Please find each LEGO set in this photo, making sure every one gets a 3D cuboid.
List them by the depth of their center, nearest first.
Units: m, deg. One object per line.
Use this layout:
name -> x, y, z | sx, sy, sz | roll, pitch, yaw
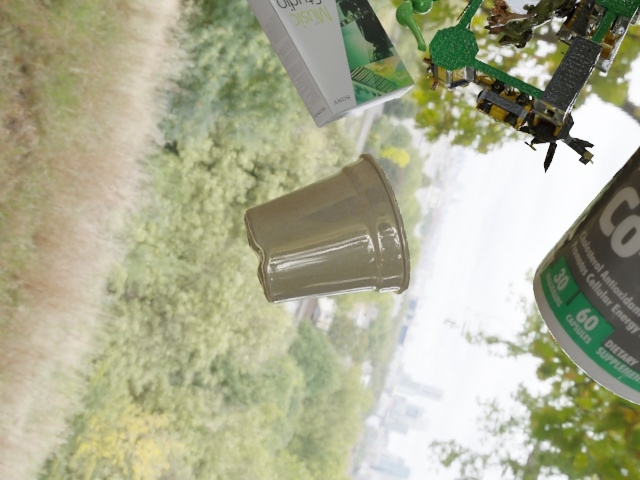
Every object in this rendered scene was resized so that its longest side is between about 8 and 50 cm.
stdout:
LEGO set -> 0.296, -0.274, 1.051 | 0.192, 0.255, 0.331 | 53, 60, -75

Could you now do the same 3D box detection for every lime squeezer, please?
lime squeezer -> 0.225, -0.493, 1.651 | 0.310, 0.110, 0.059 | -53, 140, -42

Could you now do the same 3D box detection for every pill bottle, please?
pill bottle -> 0.369, -0.031, 0.684 | 0.361, 0.204, 0.204 | -60, -179, 36

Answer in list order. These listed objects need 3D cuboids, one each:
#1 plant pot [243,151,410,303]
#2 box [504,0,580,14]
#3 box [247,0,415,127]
plant pot -> 0.000, 0.000, 1.758 | 0.334, 0.305, 0.334 | 165, -90, -81
box -> 0.418, -0.486, 1.404 | 0.307, 0.242, 0.076 | 9, 93, -53
box -> 0.010, -0.379, 1.396 | 0.232, 0.322, 0.058 | -28, 179, -40
